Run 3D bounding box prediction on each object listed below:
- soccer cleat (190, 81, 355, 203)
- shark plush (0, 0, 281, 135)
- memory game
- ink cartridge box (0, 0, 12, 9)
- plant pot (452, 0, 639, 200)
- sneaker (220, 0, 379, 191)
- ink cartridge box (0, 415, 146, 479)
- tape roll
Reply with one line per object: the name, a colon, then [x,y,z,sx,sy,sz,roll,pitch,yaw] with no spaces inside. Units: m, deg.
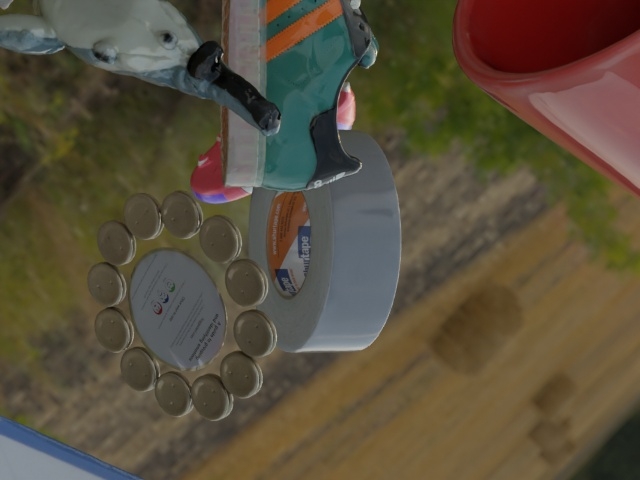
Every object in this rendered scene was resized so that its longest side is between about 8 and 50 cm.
soccer cleat: [-0.045,-0.092,1.922,0.248,0.083,0.095,-41,139,-39]
shark plush: [-0.072,-0.094,0.788,0.073,0.161,0.067,-64,146,-12]
memory game: [-0.108,0.050,1.357,0.012,0.186,0.186,-21,154,-51]
ink cartridge box: [-0.200,-0.264,1.330,0.225,0.181,0.056,-51,139,-13]
plant pot: [0.252,-0.112,0.965,0.275,0.243,0.275,-37,-154,22]
sneaker: [-0.014,-0.190,1.396,0.108,0.121,0.302,-145,-122,-80]
ink cartridge box: [-0.148,0.252,1.002,0.395,0.270,0.151,-36,-149,57]
tape roll: [0.000,0.000,1.723,0.072,0.219,0.219,1,145,-24]
